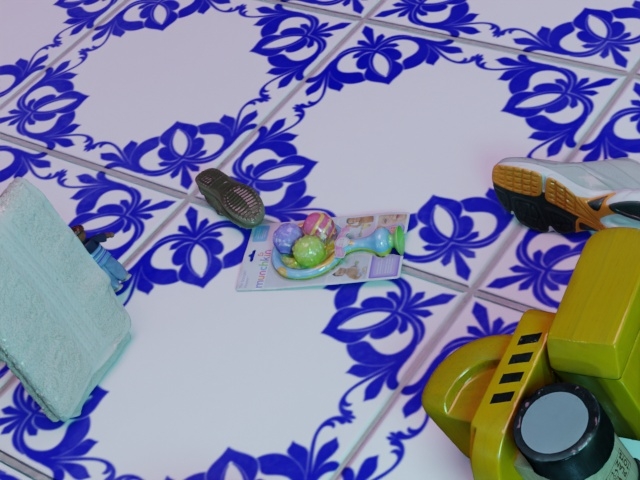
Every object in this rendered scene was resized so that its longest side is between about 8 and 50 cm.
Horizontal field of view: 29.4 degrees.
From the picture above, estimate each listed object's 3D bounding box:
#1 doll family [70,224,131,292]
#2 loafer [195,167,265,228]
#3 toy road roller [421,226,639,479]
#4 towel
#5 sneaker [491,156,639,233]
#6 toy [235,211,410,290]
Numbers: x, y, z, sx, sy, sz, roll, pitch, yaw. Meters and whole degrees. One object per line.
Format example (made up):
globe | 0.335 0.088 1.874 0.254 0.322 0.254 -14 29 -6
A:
doll family | -0.346 0.063 1.690 0.076 0.111 0.193 -22 28 42
loafer | -0.129 -0.058 1.815 0.056 0.050 0.148 -35 49 -17
toy road roller | 0.264 0.150 1.344 0.240 0.202 0.329 8 59 42
towel | -0.357 0.082 1.568 0.049 0.282 0.187 -4 41 36
sneaker | 0.366 -0.070 1.660 0.262 0.099 0.121 18 44 22
toy | 0.000 0.000 1.710 0.237 0.056 0.137 -2 42 14
